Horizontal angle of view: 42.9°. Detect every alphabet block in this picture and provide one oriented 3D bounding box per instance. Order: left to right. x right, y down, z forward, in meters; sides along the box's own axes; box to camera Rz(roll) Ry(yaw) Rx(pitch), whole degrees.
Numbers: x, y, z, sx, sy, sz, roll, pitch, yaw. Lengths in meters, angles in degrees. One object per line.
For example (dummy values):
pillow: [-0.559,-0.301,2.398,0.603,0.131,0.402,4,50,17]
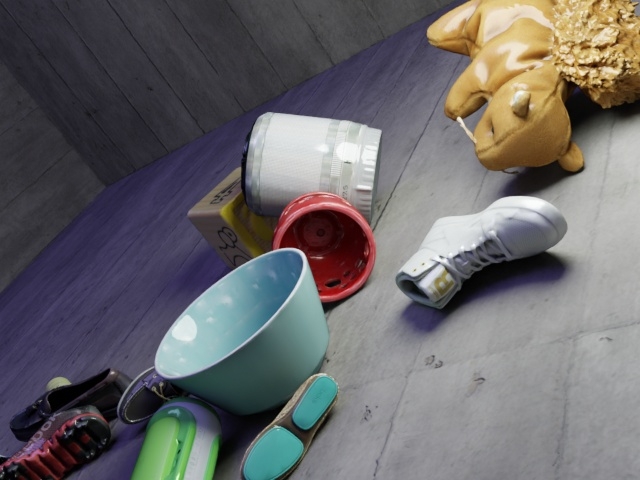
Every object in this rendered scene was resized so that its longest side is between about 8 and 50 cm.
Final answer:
alphabet block: [-0.159,-0.054,1.913,0.193,0.192,0.197,-47,24,-23]

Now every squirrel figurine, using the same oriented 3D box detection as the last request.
squirrel figurine: [0.406,-0.296,1.447,0.397,0.281,0.370,-28,28,27]

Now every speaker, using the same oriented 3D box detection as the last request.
speaker: [-0.221,0.362,1.197,0.131,0.131,0.296,-30,21,16]

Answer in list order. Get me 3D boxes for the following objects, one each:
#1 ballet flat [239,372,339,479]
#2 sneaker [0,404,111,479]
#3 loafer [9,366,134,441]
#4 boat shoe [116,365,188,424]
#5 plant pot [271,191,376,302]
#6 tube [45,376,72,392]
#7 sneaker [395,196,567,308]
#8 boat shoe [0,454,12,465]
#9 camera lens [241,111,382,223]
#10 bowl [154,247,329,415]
ballet flat: [-0.045,0.285,1.196,0.206,0.073,0.067,-44,-6,-28]
sneaker: [-0.538,0.420,1.612,0.276,0.097,0.135,-35,21,-3]
loafer: [-0.530,0.334,1.709,0.303,0.095,0.109,-19,37,12]
boat shoe: [-0.290,0.272,1.562,0.228,0.081,0.069,-40,17,-17]
plant pot: [0.000,0.000,1.543,0.191,0.191,0.174,-34,18,6]
tube: [-0.556,0.369,1.811,0.240,0.062,0.070,22,100,58]
sneaker: [0.232,0.033,1.240,0.169,0.108,0.292,-48,14,-26]
boat shoe: [-0.673,0.481,1.712,0.228,0.081,0.079,-13,30,45]
camera lens: [-0.019,-0.148,1.706,0.274,0.219,0.219,7,31,6]
bowl: [-0.108,0.174,1.373,0.312,0.163,0.311,-31,21,13]
